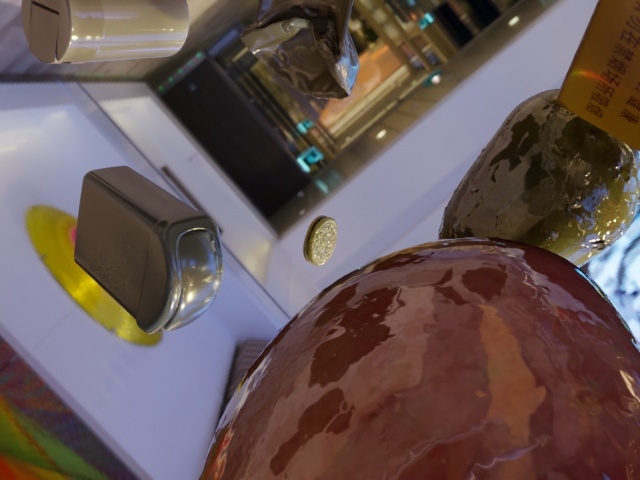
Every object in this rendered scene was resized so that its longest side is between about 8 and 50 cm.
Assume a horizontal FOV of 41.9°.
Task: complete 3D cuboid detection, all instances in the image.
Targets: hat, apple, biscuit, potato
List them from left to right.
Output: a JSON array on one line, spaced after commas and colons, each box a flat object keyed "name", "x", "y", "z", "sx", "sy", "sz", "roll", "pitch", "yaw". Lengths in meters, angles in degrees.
[{"name": "biscuit", "x": 0.000, "y": 0.000, "z": 1.374, "sx": 0.023, "sy": 0.084, "sz": 0.084, "roll": 18, "pitch": -133, "yaw": 28}, {"name": "hat", "x": 0.008, "y": -0.288, "z": 1.073, "sx": 0.173, "sy": 0.166, "sz": 0.144, "roll": -57, "pitch": 147, "yaw": -10}, {"name": "apple", "x": 0.078, "y": 0.161, "z": 0.462, "sx": 0.269, "sy": 0.344, "sz": 0.345, "roll": -31, "pitch": -169, "yaw": 13}, {"name": "potato", "x": 0.266, "y": -0.042, "z": 1.034, "sx": 0.173, "sy": 0.210, "sz": 0.307, "roll": 2, "pitch": 141, "yaw": -36}]

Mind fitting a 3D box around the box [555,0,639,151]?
[{"name": "box", "x": 0.442, "y": -0.119, "z": 0.754, "sx": 0.115, "sy": 0.415, "sz": 0.264, "roll": -52, "pitch": 166, "yaw": -13}]

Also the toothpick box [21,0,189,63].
[{"name": "toothpick box", "x": -0.267, "y": -0.280, "z": 1.045, "sx": 0.181, "sy": 0.111, "sz": 0.111, "roll": -17, "pitch": 169, "yaw": -47}]

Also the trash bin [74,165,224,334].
[{"name": "trash bin", "x": -0.242, "y": 0.015, "z": 1.167, "sx": 0.101, "sy": 0.236, "sz": 0.176, "roll": -18, "pitch": 131, "yaw": -45}]
